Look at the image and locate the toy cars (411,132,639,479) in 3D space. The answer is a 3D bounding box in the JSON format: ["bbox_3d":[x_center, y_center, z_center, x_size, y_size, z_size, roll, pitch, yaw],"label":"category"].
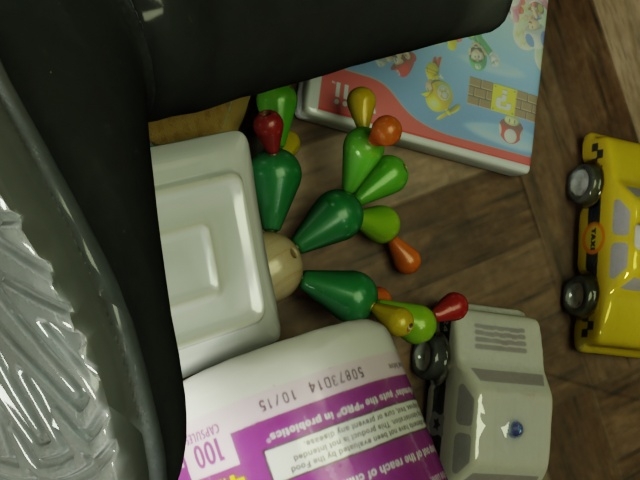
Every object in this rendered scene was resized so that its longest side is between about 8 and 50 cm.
[{"bbox_3d":[0.198,0.070,0.820,0.393,0.087,0.176,-46,104,-22],"label":"toy cars"}]

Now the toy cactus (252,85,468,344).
[{"bbox_3d":[0.000,0.000,0.731,0.180,0.112,0.219,-35,107,-19],"label":"toy cactus"}]

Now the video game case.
[{"bbox_3d":[0.094,-0.211,0.834,0.204,0.025,0.285,12,80,-24],"label":"video game case"}]

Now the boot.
[{"bbox_3d":[-0.037,-0.094,0.592,0.445,0.146,0.367,-30,104,-47],"label":"boot"}]

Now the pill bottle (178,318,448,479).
[{"bbox_3d":[0.015,0.214,0.640,0.169,0.169,0.301,-16,77,-26],"label":"pill bottle"}]

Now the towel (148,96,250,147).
[{"bbox_3d":[-0.126,-0.168,0.658,0.271,0.040,0.370,30,72,-49],"label":"towel"}]

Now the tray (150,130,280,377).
[{"bbox_3d":[-0.130,0.027,0.593,0.270,0.030,0.145,-17,100,-39],"label":"tray"}]
